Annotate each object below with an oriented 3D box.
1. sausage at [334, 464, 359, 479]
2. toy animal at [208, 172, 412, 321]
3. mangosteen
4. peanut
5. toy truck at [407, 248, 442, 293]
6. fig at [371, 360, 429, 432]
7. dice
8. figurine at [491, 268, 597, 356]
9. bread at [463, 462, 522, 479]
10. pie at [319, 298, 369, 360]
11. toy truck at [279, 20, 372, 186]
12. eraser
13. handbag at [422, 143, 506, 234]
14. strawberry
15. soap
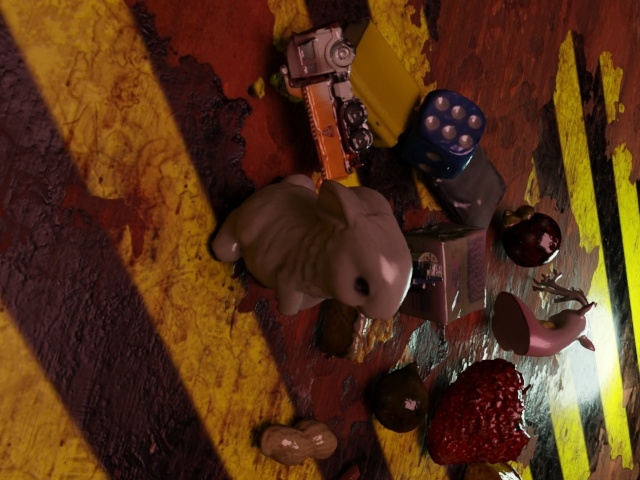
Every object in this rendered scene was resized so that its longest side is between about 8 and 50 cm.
[{"bbox_3d":[0.032,0.526,1.328,0.147,0.030,0.035,-34,120,-37],"label":"sausage"},{"bbox_3d":[0.000,0.000,1.012,0.193,0.357,0.258,22,78,-41],"label":"toy animal"},{"bbox_3d":[0.559,-0.017,1.704,0.180,0.166,0.166,51,57,-5],"label":"mangosteen"},{"bbox_3d":[-0.043,0.385,1.209,0.187,0.082,0.082,7,90,-43],"label":"peanut"},{"bbox_3d":[0.152,0.060,1.274,0.074,0.201,0.088,6,87,-41],"label":"toy truck"},{"bbox_3d":[0.196,0.335,1.406,0.185,0.126,0.133,-43,109,-28],"label":"fig"},{"bbox_3d":[0.261,-0.225,1.358,0.143,0.146,0.147,26,75,-2],"label":"dice"},{"bbox_3d":[0.628,0.206,1.759,0.315,0.284,0.207,5,102,-20],"label":"figurine"},{"bbox_3d":[0.462,0.753,1.672,0.194,0.178,0.340,35,70,-40],"label":"bread"},{"bbox_3d":[0.064,0.105,1.248,0.068,0.128,0.283,18,84,-32],"label":"pie"},{"bbox_3d":[0.012,-0.247,1.140,0.135,0.114,0.271,-13,111,2],"label":"toy truck"},{"bbox_3d":[0.106,-0.312,1.279,0.226,0.069,0.158,42,64,-38],"label":"eraser"},{"bbox_3d":[0.357,-0.146,1.548,0.332,0.074,0.192,43,69,-42],"label":"handbag"},{"bbox_3d":[0.395,0.430,1.568,0.261,0.257,0.261,-5,90,-72],"label":"strawberry"},{"bbox_3d":[0.280,0.069,1.443,0.182,0.138,0.200,-14,104,-41],"label":"soap"}]
